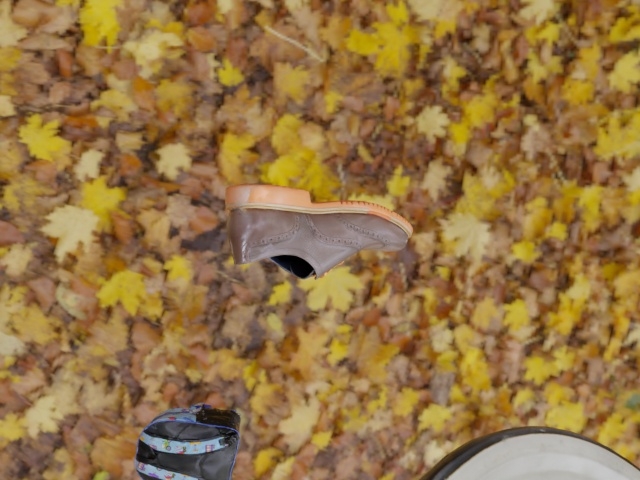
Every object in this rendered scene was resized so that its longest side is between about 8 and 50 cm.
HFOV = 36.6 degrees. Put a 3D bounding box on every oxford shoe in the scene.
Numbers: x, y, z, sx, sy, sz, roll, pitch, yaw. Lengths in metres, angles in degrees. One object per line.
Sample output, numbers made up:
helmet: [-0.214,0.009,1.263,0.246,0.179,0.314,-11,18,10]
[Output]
oxford shoe: [0.000,0.000,1.523,0.364,0.130,0.132,8,81,-38]

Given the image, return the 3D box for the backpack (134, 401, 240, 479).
backpack: [-0.236,0.366,1.714,0.173,0.117,0.158,9,110,-7]

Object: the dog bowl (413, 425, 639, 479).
dog bowl: [0.087,0.295,0.403,0.408,0.150,0.407,30,46,-37]
